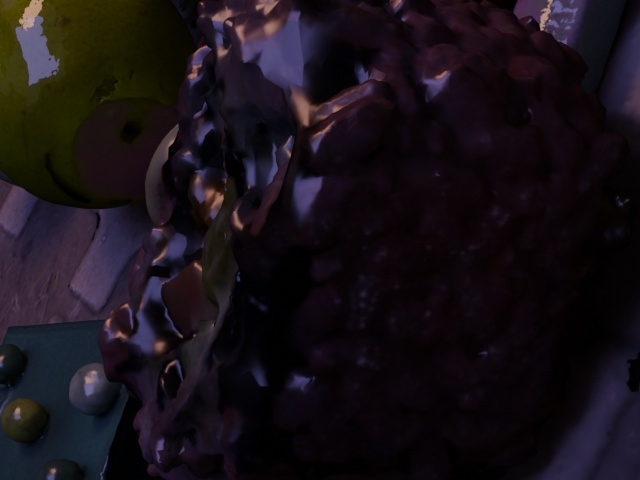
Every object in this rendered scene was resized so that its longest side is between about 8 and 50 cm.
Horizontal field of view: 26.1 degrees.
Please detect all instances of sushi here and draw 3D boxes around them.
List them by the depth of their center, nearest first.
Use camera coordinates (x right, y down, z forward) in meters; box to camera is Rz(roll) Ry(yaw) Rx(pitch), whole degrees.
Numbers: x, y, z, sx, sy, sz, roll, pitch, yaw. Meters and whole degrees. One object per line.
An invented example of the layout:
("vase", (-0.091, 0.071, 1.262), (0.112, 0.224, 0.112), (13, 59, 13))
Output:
("sushi", (0.000, 0.000, 0.662), (0.236, 0.171, 0.270), (36, 113, 52))

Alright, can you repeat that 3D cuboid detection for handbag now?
("handbag", (-0.193, 0.180, 0.907), (0.274, 0.100, 0.268), (-4, 64, 54))

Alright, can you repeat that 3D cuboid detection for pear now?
("pear", (-0.188, -0.130, 1.051), (0.187, 0.187, 0.219), (-49, 52, 21))

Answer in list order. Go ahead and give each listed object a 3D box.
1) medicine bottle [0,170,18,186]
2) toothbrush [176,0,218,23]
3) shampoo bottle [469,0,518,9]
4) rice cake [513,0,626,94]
("medicine bottle", (-0.267, -0.129, 1.211), (0.147, 0.143, 0.147), (-34, 42, 36))
("toothbrush", (0.010, -0.270, 1.016), (0.418, 0.040, 0.042), (-29, 35, 42))
("shampoo bottle", (0.037, -0.179, 0.886), (0.260, 0.064, 0.102), (19, 81, 58))
("rice cake", (0.148, -0.192, 0.746), (0.081, 0.051, 0.290), (4, 69, 55))
